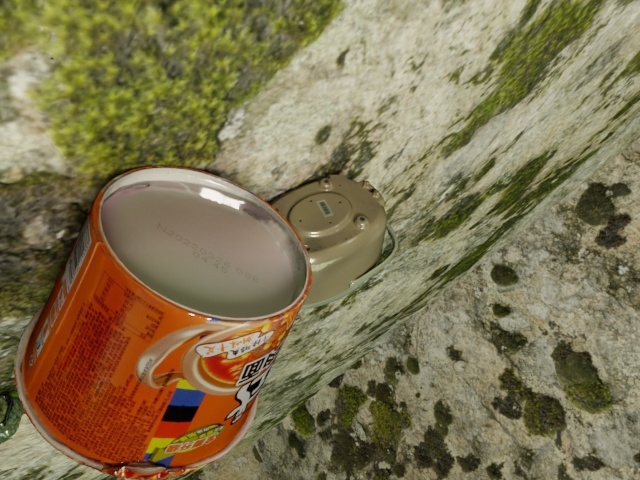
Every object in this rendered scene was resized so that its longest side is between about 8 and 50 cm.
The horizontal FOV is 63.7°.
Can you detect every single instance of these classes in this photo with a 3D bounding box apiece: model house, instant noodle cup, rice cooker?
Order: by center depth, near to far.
[{"bbox_3d":[-0.137,0.064,0.490,0.250,0.250,0.192,-10,141,-47],"label":"instant noodle cup"},{"bbox_3d":[-0.442,0.227,0.659,0.078,0.066,0.083,-21,141,-1],"label":"model house"},{"bbox_3d":[0.000,0.000,0.663,0.206,0.145,0.127,-28,149,-21],"label":"rice cooker"}]
